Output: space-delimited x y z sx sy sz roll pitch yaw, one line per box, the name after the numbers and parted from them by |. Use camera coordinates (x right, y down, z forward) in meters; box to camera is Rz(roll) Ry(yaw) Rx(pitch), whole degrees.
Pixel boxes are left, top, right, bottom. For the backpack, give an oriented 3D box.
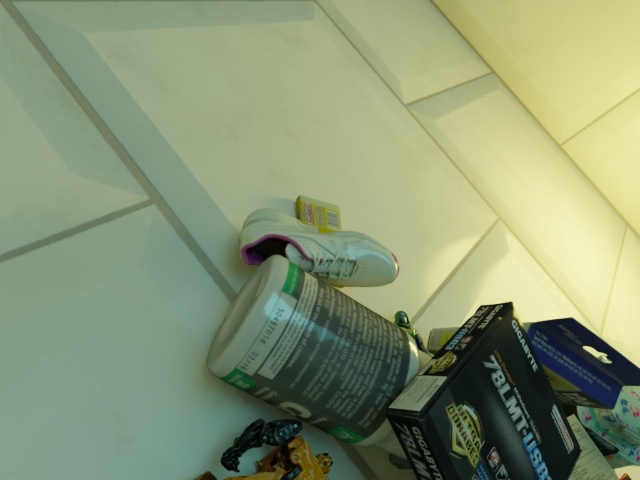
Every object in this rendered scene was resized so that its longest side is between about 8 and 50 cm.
0.677 0.414 1.045 0.253 0.191 0.225 41 44 -12 | backpack

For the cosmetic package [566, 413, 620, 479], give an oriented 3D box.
0.527 0.530 0.857 0.160 0.113 0.309 1 49 -35 | cosmetic package

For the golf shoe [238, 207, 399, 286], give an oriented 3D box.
-0.005 0.037 0.789 0.307 0.115 0.140 14 23 0 | golf shoe

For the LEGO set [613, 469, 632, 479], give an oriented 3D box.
0.736 0.645 1.029 0.244 0.060 0.182 24 48 -5 | LEGO set

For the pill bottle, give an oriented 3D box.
0.025 0.194 0.694 0.361 0.204 0.204 32 46 -14 | pill bottle

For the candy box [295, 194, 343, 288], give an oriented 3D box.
0.000 0.000 0.937 0.105 0.027 0.205 13 54 -24 | candy box

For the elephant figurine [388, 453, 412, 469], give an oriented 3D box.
0.267 0.425 0.773 0.240 0.186 0.169 -21 117 -32 | elephant figurine

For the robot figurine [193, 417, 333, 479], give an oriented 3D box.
-0.096 0.372 0.566 0.291 0.085 0.211 -20 74 -42 | robot figurine

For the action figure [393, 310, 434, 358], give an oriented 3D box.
0.191 0.252 0.883 0.137 0.063 0.232 6 54 -30 | action figure

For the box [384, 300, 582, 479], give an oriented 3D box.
0.263 0.291 0.657 0.293 0.073 0.295 -30 97 -36 | box

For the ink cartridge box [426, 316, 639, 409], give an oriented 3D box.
0.430 0.252 0.863 0.304 0.307 0.072 32 65 -21 | ink cartridge box
